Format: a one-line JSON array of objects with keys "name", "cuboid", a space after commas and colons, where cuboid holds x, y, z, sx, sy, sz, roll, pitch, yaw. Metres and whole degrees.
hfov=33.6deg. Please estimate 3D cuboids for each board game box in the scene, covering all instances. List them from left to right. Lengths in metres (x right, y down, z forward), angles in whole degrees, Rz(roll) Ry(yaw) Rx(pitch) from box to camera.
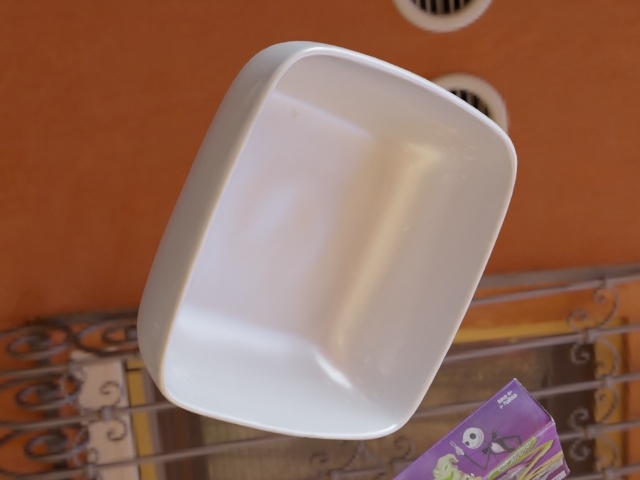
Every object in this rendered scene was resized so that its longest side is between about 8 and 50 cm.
[{"name": "board game box", "cuboid": [0.041, 0.254, 0.812, 0.056, 0.347, 0.208, 50, -2, 23]}]

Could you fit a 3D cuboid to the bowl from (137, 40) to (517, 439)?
[{"name": "bowl", "cuboid": [0.000, 0.000, 0.409, 0.053, 0.142, 0.142, 29, -82, 48]}]
